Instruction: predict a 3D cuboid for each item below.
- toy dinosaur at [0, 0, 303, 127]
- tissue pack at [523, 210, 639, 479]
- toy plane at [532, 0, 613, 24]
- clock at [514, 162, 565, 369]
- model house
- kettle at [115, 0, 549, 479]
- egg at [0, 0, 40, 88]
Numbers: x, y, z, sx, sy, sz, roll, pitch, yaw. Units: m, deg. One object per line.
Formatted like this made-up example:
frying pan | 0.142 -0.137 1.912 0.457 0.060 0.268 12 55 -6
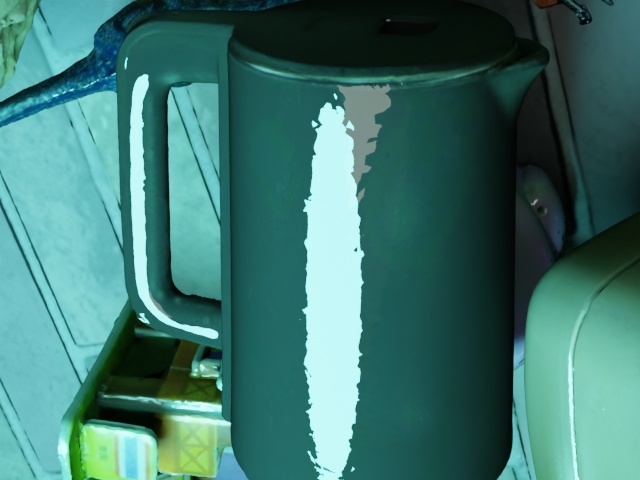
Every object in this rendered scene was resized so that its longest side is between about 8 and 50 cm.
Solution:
toy dinosaur | -0.105 -0.149 0.786 0.362 0.147 0.076 -18 113 11
tissue pack | 0.321 0.084 0.684 0.387 0.277 0.267 -19 113 -23
toy plane | 0.220 -0.196 0.730 0.189 0.061 0.130 30 89 -7
clock | 0.087 0.008 0.852 0.227 0.090 0.248 -28 109 24
model house | -0.048 0.253 0.928 0.312 0.242 0.358 7 116 6
kettle | 0.012 -0.004 0.719 0.262 0.203 0.308 24 126 41
egg | -0.313 -0.203 0.707 0.279 0.310 0.279 11 157 5
